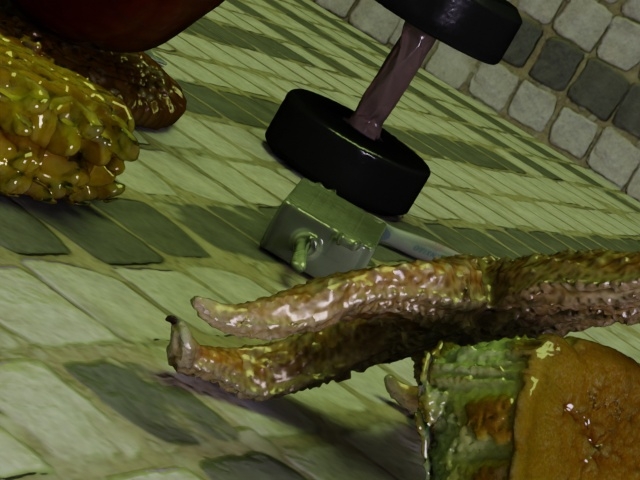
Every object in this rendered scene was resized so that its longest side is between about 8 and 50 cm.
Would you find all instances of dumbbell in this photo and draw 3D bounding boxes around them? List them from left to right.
[{"bbox_3d":[0.065,-0.145,1.558,0.152,0.218,0.152,29,13,-7],"label":"dumbbell"}]

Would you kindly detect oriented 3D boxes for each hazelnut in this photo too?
[{"bbox_3d":[-0.134,-0.252,1.302,0.229,0.229,0.229,28,12,-6],"label":"hazelnut"}]

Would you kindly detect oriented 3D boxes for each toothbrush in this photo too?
[{"bbox_3d":[0.120,0.019,1.484,0.269,0.021,0.027,21,9,-36],"label":"toothbrush"}]

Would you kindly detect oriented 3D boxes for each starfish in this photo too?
[{"bbox_3d":[0.085,0.033,0.870,0.299,0.302,0.060,37,43,-64],"label":"starfish"}]

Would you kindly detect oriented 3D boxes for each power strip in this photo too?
[{"bbox_3d":[0.000,0.000,1.217,0.075,0.042,0.175,30,13,2],"label":"power strip"}]

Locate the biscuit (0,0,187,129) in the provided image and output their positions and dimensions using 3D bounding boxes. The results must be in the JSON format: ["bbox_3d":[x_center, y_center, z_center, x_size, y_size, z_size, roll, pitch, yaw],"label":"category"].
[{"bbox_3d":[-0.240,-0.177,1.400,0.305,0.038,0.305,28,12,-6],"label":"biscuit"}]

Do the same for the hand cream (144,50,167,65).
[{"bbox_3d":[-0.238,-0.232,1.670,0.216,0.038,0.052,38,37,13],"label":"hand cream"}]

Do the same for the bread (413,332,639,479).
[{"bbox_3d":[0.103,0.109,0.799,0.069,0.128,0.140,-5,-14,37],"label":"bread"}]

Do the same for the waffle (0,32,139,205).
[{"bbox_3d":[-0.202,-0.088,1.045,0.193,0.070,0.197,23,11,-29],"label":"waffle"}]
